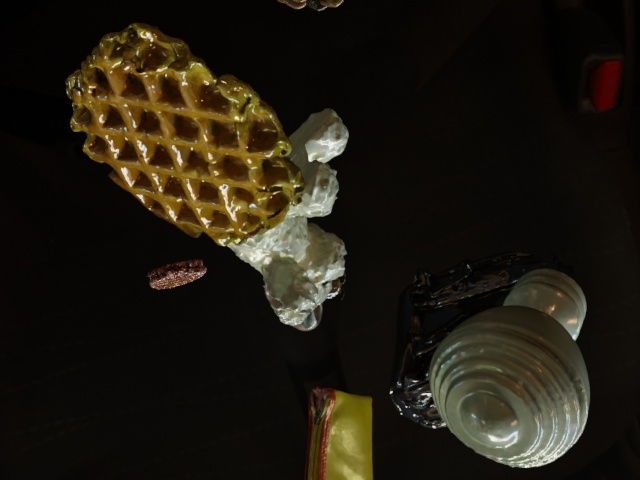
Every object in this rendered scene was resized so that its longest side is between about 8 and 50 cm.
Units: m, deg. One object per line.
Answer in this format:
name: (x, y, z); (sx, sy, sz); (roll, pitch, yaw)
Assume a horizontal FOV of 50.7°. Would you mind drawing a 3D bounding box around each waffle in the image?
waffle: (-0.197, 0.046, 0.926); (0.075, 0.083, 0.029); (-11, 80, -40)
waffle: (-0.168, -0.108, 0.806); (0.302, 0.325, 0.068); (37, 55, -15)

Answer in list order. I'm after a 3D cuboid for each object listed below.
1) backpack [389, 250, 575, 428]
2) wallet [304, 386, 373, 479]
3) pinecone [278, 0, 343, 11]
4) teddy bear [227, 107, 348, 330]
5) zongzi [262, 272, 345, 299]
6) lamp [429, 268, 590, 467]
backpack: (0.182, 0.103, 0.772); (0.133, 0.206, 0.258); (37, 136, -24)
wallet: (0.019, 0.333, 0.950); (0.067, 0.141, 0.241); (-8, 68, 30)
pinecone: (-0.012, -0.449, 0.957); (0.264, 0.264, 0.264); (0, 100, 2)
teddy bear: (0.000, 0.000, 1.261); (0.375, 0.328, 0.362); (-27, 128, 37)
zongzi: (-0.038, 0.116, 1.726); (0.187, 0.184, 0.084); (2, 90, 10)
lamp: (0.147, 0.081, 0.491); (0.106, 0.193, 0.106); (13, 118, 25)
